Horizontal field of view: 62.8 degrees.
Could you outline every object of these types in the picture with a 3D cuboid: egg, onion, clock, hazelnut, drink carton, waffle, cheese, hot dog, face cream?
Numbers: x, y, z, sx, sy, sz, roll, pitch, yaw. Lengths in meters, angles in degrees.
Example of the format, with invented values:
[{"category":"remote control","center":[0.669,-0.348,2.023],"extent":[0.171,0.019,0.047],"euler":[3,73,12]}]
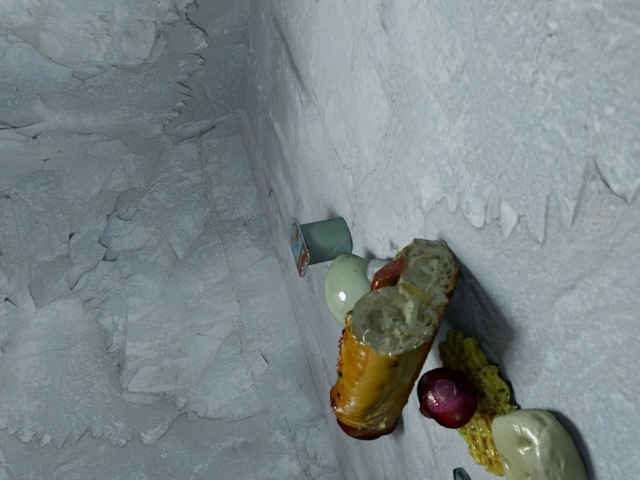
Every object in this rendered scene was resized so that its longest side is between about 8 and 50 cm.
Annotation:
[{"category":"egg","center":[0.105,0.160,1.618],"extent":[0.186,0.187,0.253],"euler":[115,139,-68]},{"category":"onion","center":[0.258,0.322,1.079],"extent":[0.131,0.131,0.131],"euler":[166,90,-76]},{"category":"clock","center":[0.377,0.640,1.378],"extent":[0.085,0.017,0.085],"euler":[167,90,-76]},{"category":"hazelnut","center":[0.164,0.583,1.810],"extent":[0.229,0.230,0.229],"euler":[166,90,-76]},{"category":"drink carton","center":[0.000,0.000,1.861],"extent":[0.185,0.190,0.190],"euler":[103,151,-61]},{"category":"waffle","center":[0.346,0.358,1.152],"extent":[0.307,0.060,0.311],"euler":[-138,35,-64]},{"category":"cheese","center":[0.397,0.429,0.941],"extent":[0.159,0.093,0.262],"euler":[172,83,-70]},{"category":"hot dog","center":[0.148,0.226,1.156],"extent":[0.196,0.367,0.365],"euler":[21,128,18]},{"category":"face cream","center":[0.208,0.106,1.413],"extent":[0.107,0.073,0.269],"euler":[71,166,-12]}]
